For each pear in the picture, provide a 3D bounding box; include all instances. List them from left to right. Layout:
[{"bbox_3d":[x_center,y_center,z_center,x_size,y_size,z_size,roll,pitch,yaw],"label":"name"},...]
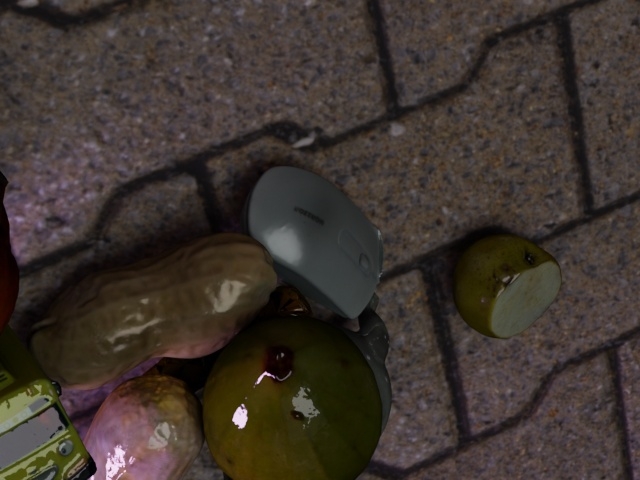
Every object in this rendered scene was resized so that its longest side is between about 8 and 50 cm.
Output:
[{"bbox_3d":[0.227,0.049,2.002,0.141,0.104,0.141,-28,144,-22],"label":"pear"}]

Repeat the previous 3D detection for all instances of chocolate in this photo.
[{"bbox_3d":[-0.235,0.280,1.810,0.134,0.134,0.309,18,120,-32],"label":"chocolate"}]

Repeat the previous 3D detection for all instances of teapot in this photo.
[{"bbox_3d":[-0.012,0.191,1.920,0.294,0.129,0.193,-46,122,-1],"label":"teapot"}]

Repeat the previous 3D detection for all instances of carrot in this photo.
[{"bbox_3d":[-0.115,0.128,1.847,0.229,0.069,0.069,-32,123,7],"label":"carrot"}]

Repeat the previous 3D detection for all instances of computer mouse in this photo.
[{"bbox_3d":[0.000,0.000,1.853,0.231,0.079,0.128,30,67,-36],"label":"computer mouse"}]

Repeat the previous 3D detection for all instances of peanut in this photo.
[{"bbox_3d":[-0.187,0.079,1.759,0.290,0.130,0.130,-18,119,-1],"label":"peanut"}]

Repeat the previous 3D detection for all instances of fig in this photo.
[{"bbox_3d":[-0.034,0.180,1.723,0.203,0.203,0.225,-39,162,-9],"label":"fig"}]

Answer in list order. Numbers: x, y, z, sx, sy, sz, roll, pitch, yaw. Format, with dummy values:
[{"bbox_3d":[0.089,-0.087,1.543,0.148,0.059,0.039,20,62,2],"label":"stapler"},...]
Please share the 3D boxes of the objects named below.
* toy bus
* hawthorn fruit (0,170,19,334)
[{"bbox_3d":[-0.344,0.174,1.655,0.128,0.262,0.150,-29,118,-15],"label":"toy bus"},{"bbox_3d":[-0.434,0.016,1.542,0.295,0.295,0.311,37,93,-34],"label":"hawthorn fruit"}]
